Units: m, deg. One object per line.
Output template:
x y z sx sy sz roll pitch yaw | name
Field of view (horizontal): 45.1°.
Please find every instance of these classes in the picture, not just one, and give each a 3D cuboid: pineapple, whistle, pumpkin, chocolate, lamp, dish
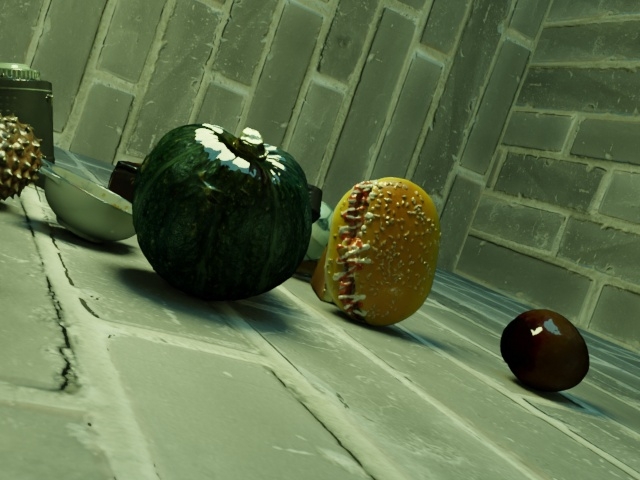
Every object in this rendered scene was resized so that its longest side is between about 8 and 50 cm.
-0.613 -0.130 1.305 0.175 0.175 0.361 20 17 6 | pineapple
0.000 0.000 1.850 0.289 0.163 0.163 45 10 11 | whistle
-0.150 -0.025 1.218 0.293 0.263 0.196 12 36 -19 | pumpkin
0.438 0.212 1.472 0.177 0.176 0.177 19 4 -1 | chocolate
-0.740 -0.290 1.862 0.374 0.272 0.205 19 6 -9 | lamp
-0.424 -0.055 1.411 0.236 0.086 0.228 30 2 -28 | dish

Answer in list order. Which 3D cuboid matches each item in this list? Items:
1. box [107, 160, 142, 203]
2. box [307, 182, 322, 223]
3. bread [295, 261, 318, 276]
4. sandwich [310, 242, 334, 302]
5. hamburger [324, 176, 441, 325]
-0.462 -0.146 2.349 0.265 0.115 0.415 20 3 0 | box
-0.161 -0.036 1.460 0.211 0.058 0.350 17 -28 -23 | box
-0.033 0.055 1.958 0.132 0.074 0.053 15 17 -28 | bread
0.049 0.087 1.720 0.108 0.220 0.186 21 40 -10 | sandwich
0.124 0.023 1.539 0.227 0.295 0.151 6 -3 -10 | hamburger
